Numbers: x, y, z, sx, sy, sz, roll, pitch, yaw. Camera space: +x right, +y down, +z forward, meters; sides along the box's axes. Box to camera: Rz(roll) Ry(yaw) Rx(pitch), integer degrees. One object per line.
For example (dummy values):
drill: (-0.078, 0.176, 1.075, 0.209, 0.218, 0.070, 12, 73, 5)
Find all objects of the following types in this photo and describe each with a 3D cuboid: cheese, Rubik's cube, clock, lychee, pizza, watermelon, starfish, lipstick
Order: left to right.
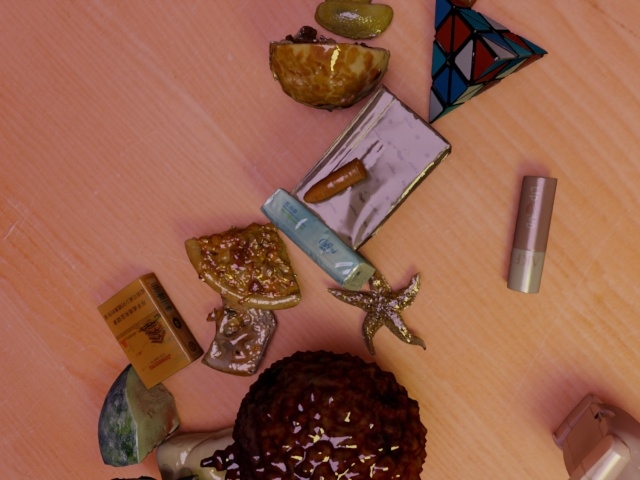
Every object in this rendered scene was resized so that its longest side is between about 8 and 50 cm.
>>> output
watermelon: (-0.512, 0.487, 1.367, 0.320, 0.214, 0.289, -45, 44, 51)
cheese: (-0.256, 0.678, 1.308, 0.351, 0.129, 0.328, -14, 91, 17)
pizza: (-0.213, 0.218, 1.270, 0.189, 0.071, 0.297, 19, 95, 15)
pizza: (-0.181, 0.046, 1.206, 0.336, 0.086, 0.226, 28, 85, 9)
lychee: (-0.013, 0.454, 1.072, 0.500, 0.424, 0.424, -5, 96, 1)
starfish: (0.153, 0.160, 1.173, 0.277, 0.062, 0.235, 31, 105, 16)
Rubik's cube: (0.310, -0.391, 0.947, 0.284, 0.234, 0.250, -24, 107, 15)
lipstick: (0.468, -0.013, 1.066, 0.070, 0.070, 0.254, 7, 99, 13)
clock: (0.659, 0.497, 0.954, 0.326, 0.342, 0.184, 38, 110, 16)

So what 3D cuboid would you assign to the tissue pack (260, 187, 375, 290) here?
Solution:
tissue pack: (0.000, 0.000, 1.111, 0.263, 0.177, 0.089, 41, 94, 18)

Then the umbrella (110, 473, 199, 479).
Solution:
umbrella: (-0.403, 0.660, 1.227, 0.358, 0.113, 0.106, 2, 117, 19)

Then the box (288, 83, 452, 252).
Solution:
box: (0.120, -0.150, 1.058, 0.190, 0.225, 0.297, 45, 106, 6)

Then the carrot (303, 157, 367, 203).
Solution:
carrot: (0.024, -0.109, 0.950, 0.139, 0.048, 0.048, -29, 89, 20)

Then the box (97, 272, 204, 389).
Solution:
box: (-0.474, 0.251, 1.338, 0.174, 0.076, 0.274, -33, 88, 17)

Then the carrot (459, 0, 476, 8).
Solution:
carrot: (0.256, -0.585, 1.060, 0.210, 0.061, 0.061, 42, 105, 10)

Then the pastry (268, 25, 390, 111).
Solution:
pastry: (0.013, -0.368, 1.064, 0.256, 0.237, 0.170, 14, 119, 11)

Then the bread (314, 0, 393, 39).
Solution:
bread: (0.078, -0.550, 1.105, 0.188, 0.065, 0.149, 22, 97, 13)
